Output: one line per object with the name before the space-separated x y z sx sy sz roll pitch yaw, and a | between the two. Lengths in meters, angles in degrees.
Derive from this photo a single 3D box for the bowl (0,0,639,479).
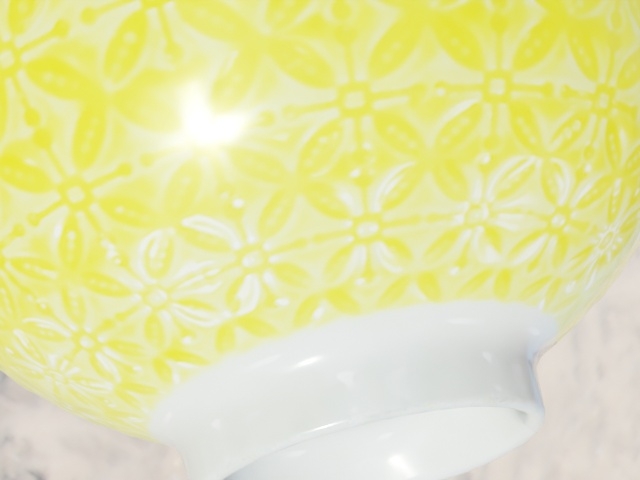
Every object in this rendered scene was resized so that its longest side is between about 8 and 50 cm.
bowl | 0.000 0.000 0.520 0.289 0.289 0.156 27 45 -59
